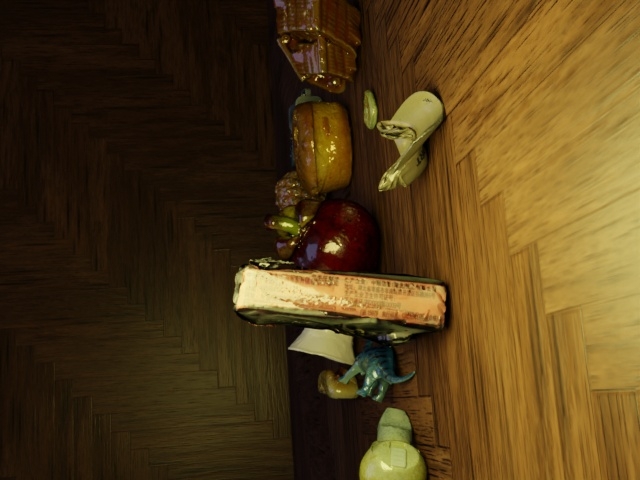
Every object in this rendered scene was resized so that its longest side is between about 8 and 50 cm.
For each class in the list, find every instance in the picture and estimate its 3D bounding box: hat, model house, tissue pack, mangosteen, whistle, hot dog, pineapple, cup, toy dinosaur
[{"bbox_3d":[0.156,-0.152,1.267,0.175,0.085,0.147,-41,36,50],"label":"hat"},{"bbox_3d":[0.022,0.237,1.979,0.203,0.203,0.126,150,136,-81],"label":"hat"},{"bbox_3d":[-0.012,-0.469,1.797,0.229,0.219,0.199,38,-115,-85],"label":"model house"},{"bbox_3d":[0.023,0.103,1.288,0.245,0.332,0.123,144,133,-82],"label":"tissue pack"},{"bbox_3d":[0.000,0.000,1.679,0.215,0.257,0.215,-63,6,12],"label":"mangosteen"},{"bbox_3d":[0.130,0.393,1.418,0.223,0.123,0.123,-80,-7,-60],"label":"whistle"},{"bbox_3d":[0.044,0.371,2.069,0.242,0.084,0.073,135,131,-80],"label":"hot dog"},{"bbox_3d":[-0.029,-0.036,2.294,0.169,0.169,0.340,102,156,-59],"label":"pineapple"},{"bbox_3d":[-0.043,-0.404,2.432,0.129,0.095,0.128,162,108,-78],"label":"cup"},{"bbox_3d":[0.111,0.263,1.592,0.144,0.076,0.329,-59,13,6],"label":"toy dinosaur"}]

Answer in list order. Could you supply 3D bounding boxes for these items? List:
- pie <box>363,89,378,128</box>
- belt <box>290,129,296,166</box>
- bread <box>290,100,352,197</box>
[{"bbox_3d":[0.106,-0.279,1.684,0.084,0.021,0.084,174,90,-81],"label":"pie"},{"bbox_3d":[-0.060,-0.331,2.597,0.141,0.082,0.190,-98,9,-52],"label":"belt"},{"bbox_3d":[0.002,-0.232,2.004,0.268,0.145,0.268,175,90,-85],"label":"bread"}]
